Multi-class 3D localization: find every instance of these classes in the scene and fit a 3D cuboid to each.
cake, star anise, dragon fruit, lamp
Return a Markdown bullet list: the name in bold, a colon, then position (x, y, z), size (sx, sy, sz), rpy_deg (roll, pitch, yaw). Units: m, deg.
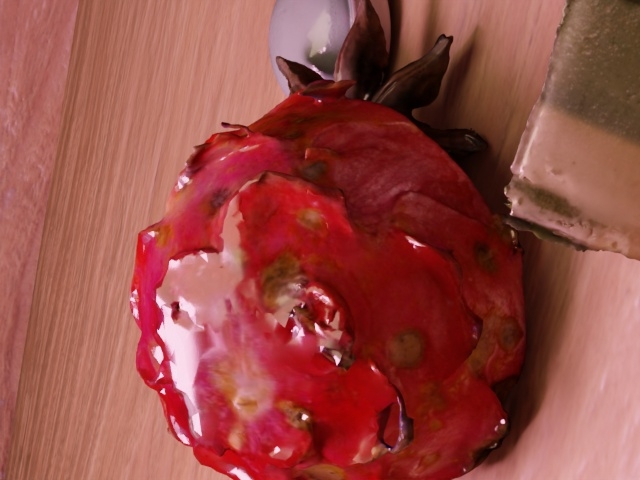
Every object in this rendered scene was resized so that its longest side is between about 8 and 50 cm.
- **cake**: position (0.230, -0.078, 0.830), size (0.283, 0.172, 0.158), rpy_deg (-41, -31, -77)
- **star anise**: position (0.039, -0.094, 1.148), size (0.288, 0.088, 0.288), rpy_deg (-1, 88, 34)
- **dragon fruit**: position (-0.024, 0.063, 1.022), size (0.371, 0.249, 0.386), rpy_deg (-4, 101, 43)
- **lamp**: position (0.004, -0.246, 1.294), size (0.179, 0.108, 0.245), rpy_deg (1, 86, 62)
